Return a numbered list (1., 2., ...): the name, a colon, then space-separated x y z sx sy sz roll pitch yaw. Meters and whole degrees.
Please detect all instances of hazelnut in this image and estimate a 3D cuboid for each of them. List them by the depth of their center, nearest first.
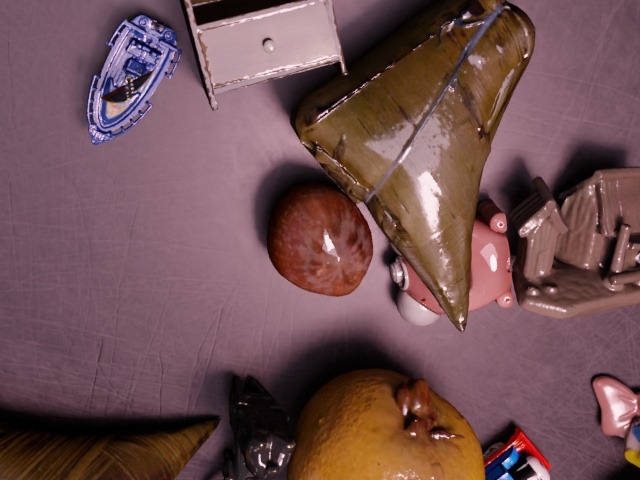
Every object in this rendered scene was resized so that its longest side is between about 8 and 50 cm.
1. hazelnut: 0.000 0.000 1.632 0.143 0.143 0.154 -17 119 -4

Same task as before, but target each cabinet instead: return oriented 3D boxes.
1. cabinet: -0.080 -0.290 1.518 0.174 0.148 0.215 -15 111 -5

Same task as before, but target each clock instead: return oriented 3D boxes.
1. clock: 0.174 0.032 1.700 0.162 0.093 0.166 -10 110 -4

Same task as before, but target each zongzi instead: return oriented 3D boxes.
1. zongzi: 0.186 -0.108 1.586 0.323 0.160 0.360 -36 92 5
2. zongzi: -0.401 0.268 1.666 0.403 0.208 0.432 44 65 0

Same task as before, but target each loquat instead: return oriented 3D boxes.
1. loquat: 0.085 0.297 1.677 0.274 0.275 0.275 -3 108 -9

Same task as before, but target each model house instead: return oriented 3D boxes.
1. model house: 0.359 -0.008 1.689 0.229 0.122 0.188 -7 113 -23

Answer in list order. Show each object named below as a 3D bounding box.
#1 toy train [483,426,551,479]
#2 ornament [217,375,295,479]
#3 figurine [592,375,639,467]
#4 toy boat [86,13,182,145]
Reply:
1. toy train: 0.239 0.374 1.801 0.204 0.131 0.083 -40 110 4
2. ornament: -0.097 0.329 1.695 0.080 0.202 0.236 7 110 -19
3. figurine: 0.494 0.403 1.830 0.154 0.193 0.421 -6 100 -9
4. toy boat: -0.239 -0.190 1.544 0.091 0.110 0.175 27 103 -17
